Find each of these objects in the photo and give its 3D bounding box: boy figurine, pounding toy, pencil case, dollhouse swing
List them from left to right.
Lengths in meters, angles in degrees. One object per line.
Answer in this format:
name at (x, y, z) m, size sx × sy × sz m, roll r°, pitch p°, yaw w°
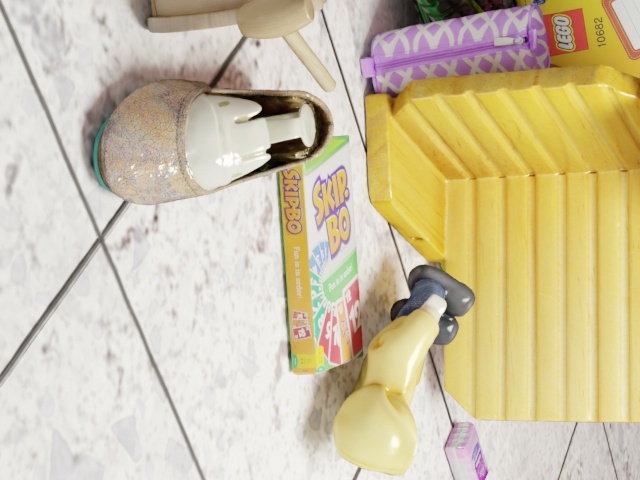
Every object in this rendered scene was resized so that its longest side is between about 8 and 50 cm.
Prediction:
pounding toy at (-0.070, -0.200, 1.496) m, size 0.269 × 0.154 × 0.155 m, roll -69°, pitch 152°, yaw -75°
boy figurine at (0.088, 0.136, 1.799) m, size 0.285 × 0.092 × 0.177 m, roll -63°, pitch 179°, yaw -56°
pencil case at (0.156, -0.206, 1.887) m, size 0.088 × 0.206 × 0.086 m, roll -37°, pitch 116°, yaw -66°
dollhouse swing at (0.239, 0.017, 1.879) m, size 0.315 × 0.346 × 0.305 m, roll 41°, pitch 52°, yaw -57°

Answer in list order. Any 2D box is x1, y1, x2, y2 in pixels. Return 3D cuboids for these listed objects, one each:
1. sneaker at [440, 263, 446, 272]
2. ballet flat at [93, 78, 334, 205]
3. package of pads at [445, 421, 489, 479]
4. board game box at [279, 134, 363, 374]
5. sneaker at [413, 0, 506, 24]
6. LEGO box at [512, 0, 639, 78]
sneaker at (0.174, 0.039, 2.098) m, size 0.083 × 0.035 × 0.031 m, roll 55°, pitch 41°, yaw -49°
ballet flat at (-0.078, -0.096, 1.496) m, size 0.316 × 0.106 × 0.108 m, roll -24°, pitch 110°, yaw -63°
package of pads at (0.181, 0.271, 2.103) m, size 0.050 × 0.032 × 0.083 m, roll -58°, pitch 138°, yaw -46°
board game box at (0.000, 0.000, 1.742) m, size 0.124 × 0.039 × 0.259 m, roll -12°, pitch 96°, yaw -66°
sneaker at (0.154, -0.276, 2.010) m, size 0.134 × 0.146 × 0.344 m, roll -20°, pitch 99°, yaw -18°
LEGO box at (0.306, -0.470, 2.111) m, size 0.372 × 0.193 × 0.500 m, roll -83°, pitch 161°, yaw -67°
